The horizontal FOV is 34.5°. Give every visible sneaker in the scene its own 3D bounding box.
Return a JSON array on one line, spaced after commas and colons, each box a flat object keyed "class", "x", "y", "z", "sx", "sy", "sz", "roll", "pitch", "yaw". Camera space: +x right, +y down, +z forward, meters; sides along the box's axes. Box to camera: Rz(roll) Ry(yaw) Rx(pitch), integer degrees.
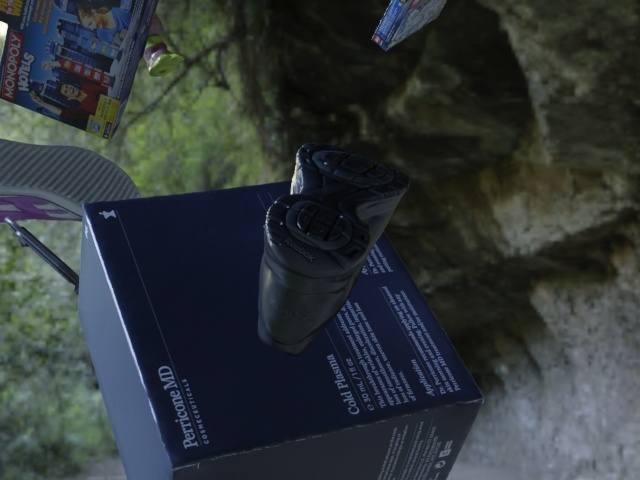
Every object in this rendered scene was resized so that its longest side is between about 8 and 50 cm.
[{"class": "sneaker", "x": -0.404, "y": -0.064, "z": 1.456, "sx": 0.282, "sy": 0.102, "sz": 0.161, "roll": 15, "pitch": -33, "yaw": -37}, {"class": "sneaker", "x": 0.000, "y": 0.000, "z": 0.935, "sx": 0.109, "sy": 0.130, "sz": 0.286, "roll": 23, "pitch": 28, "yaw": 9}]

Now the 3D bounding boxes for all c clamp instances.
[{"class": "c clamp", "x": -0.346, "y": 0.020, "z": 1.316, "sx": 0.161, "sy": 0.022, "sz": 0.137, "roll": 38, "pitch": -16, "yaw": 18}]

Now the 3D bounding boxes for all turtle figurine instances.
[{"class": "turtle figurine", "x": -0.254, "y": -0.313, "z": 1.262, "sx": 0.087, "sy": 0.217, "sz": 0.269, "roll": -19, "pitch": -10, "yaw": 29}]

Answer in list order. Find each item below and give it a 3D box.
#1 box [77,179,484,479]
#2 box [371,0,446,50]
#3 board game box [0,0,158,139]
[{"class": "box", "x": -0.062, "y": 0.116, "z": 1.074, "sx": 0.313, "sy": 0.343, "sz": 0.179, "roll": -7, "pitch": -44, "yaw": -23}, {"class": "box", "x": 0.128, "y": -0.308, "z": 1.328, "sx": 0.137, "sy": 0.027, "sz": 0.094, "roll": -39, "pitch": -14, "yaw": -43}, {"class": "board game box", "x": -0.299, "y": -0.240, "z": 1.173, "sx": 0.194, "sy": 0.194, "sz": 0.060, "roll": 22, "pitch": 31, "yaw": -3}]
